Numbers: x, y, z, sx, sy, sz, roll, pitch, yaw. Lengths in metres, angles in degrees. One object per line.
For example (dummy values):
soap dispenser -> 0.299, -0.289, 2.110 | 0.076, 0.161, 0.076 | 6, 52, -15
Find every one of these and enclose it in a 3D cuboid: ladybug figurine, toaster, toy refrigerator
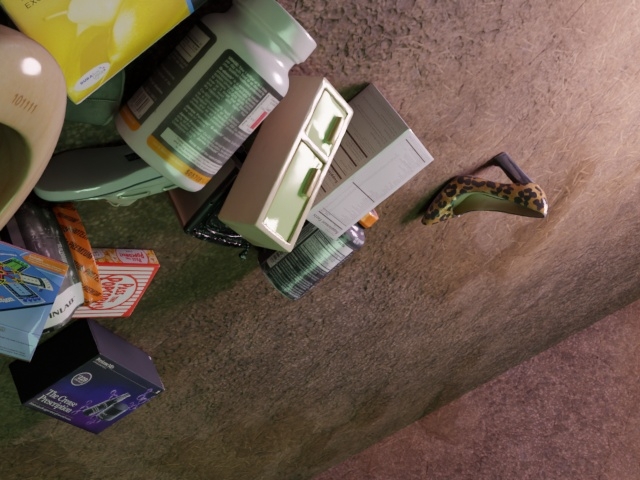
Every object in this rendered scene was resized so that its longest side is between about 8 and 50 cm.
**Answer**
ladybug figurine -> -0.474, -0.067, 0.826 | 0.449, 0.162, 0.305 | -47, 166, 2
toaster -> -0.156, -0.074, 1.335 | 0.186, 0.110, 0.168 | -46, 145, 20
toy refrigerator -> -0.049, -0.125, 1.231 | 0.102, 0.094, 0.269 | 41, 67, -47

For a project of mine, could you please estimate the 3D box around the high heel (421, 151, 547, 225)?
high heel -> 0.373, -0.068, 1.732 | 0.261, 0.186, 0.093 | -35, 148, 3

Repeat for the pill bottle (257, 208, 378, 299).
pill bottle -> 0.000, 0.000, 1.554 | 0.245, 0.130, 0.130 | -40, 148, 12

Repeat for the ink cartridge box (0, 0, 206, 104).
ink cartridge box -> -0.230, -0.342, 0.850 | 0.303, 0.072, 0.307 | -41, 160, -10

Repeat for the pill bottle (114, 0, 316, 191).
pill bottle -> -0.146, -0.218, 1.084 | 0.278, 0.162, 0.162 | -46, 147, 6

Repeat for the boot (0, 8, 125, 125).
boot -> -0.354, -0.222, 0.995 | 0.208, 0.076, 0.189 | 2, 148, -34

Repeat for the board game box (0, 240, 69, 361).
board game box -> -0.494, 0.051, 1.000 | 0.281, 0.027, 0.145 | 23, 87, -25

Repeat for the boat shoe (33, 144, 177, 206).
boat shoe -> -0.311, -0.098, 1.191 | 0.267, 0.096, 0.088 | -22, 143, -31

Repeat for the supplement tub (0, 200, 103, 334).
supplement tub -> -0.511, 0.065, 1.123 | 0.338, 0.207, 0.207 | -18, 146, -21

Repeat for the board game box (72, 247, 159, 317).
board game box -> -0.410, 0.077, 1.381 | 0.193, 0.045, 0.147 | 2, 134, -43

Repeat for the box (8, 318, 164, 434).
box -> -0.468, 0.282, 1.561 | 0.184, 0.103, 0.261 | -36, 148, 0

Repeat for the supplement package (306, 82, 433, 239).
supplement package -> 0.058, -0.141, 1.407 | 0.244, 0.134, 0.139 | -39, 148, 9
